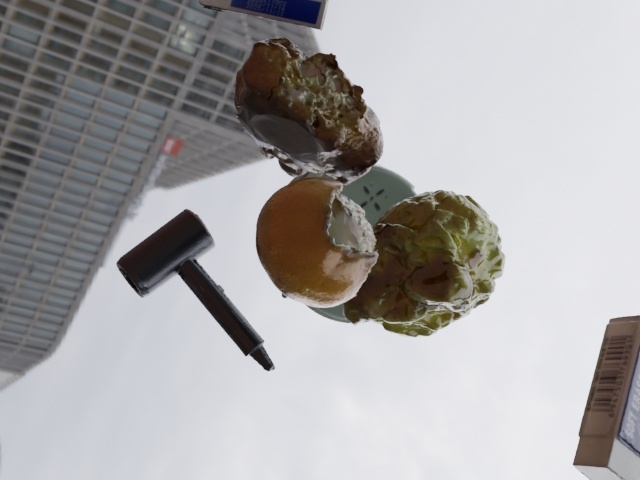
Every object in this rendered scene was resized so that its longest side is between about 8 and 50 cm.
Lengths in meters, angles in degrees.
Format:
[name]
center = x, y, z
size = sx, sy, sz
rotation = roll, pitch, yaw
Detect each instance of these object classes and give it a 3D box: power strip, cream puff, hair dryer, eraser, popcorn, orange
[power strip]
center = 0.053, 0.002, 1.863
size = 0.161, 0.357, 0.358
rotation = -144, -107, -72
[cream puff]
center = -0.029, -0.198, 1.372
size = 0.241, 0.269, 0.155
rotation = 4, -134, 43
[hair dryer]
center = -0.159, 0.088, 1.198
size = 0.255, 0.128, 0.070
rotation = 51, -18, 12
[eraser]
center = 0.512, 0.275, 1.463
size = 0.081, 0.124, 0.279
rotation = -14, -135, 51
[popcorn]
center = 0.148, 0.046, 1.334
size = 0.206, 0.251, 0.237
rotation = 59, -30, -4
[orange]
center = 0.000, 0.000, 1.031
size = 0.134, 0.156, 0.157
rotation = -27, -129, 58

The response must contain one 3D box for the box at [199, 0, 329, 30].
[box]
center = -0.088, -0.477, 1.463
size = 0.344, 0.200, 0.065
rotation = -92, -165, -48
